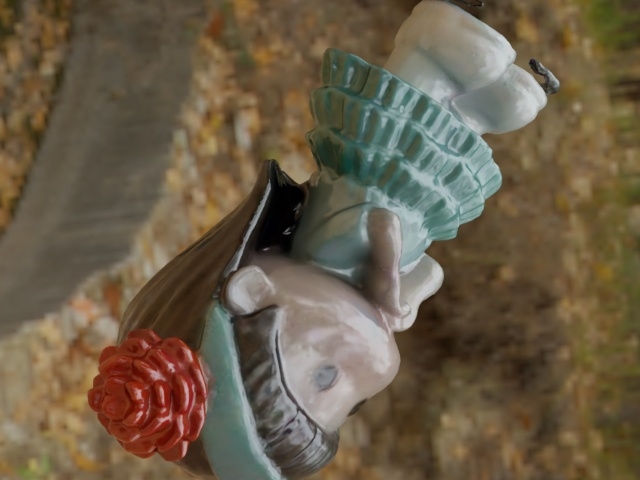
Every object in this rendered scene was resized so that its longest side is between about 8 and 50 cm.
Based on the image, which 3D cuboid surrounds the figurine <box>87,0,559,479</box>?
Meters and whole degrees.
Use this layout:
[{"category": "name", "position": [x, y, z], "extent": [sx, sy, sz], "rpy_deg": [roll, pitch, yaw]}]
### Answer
[{"category": "figurine", "position": [0.000, 0.000, 0.815], "extent": [0.245, 0.110, 0.138], "rpy_deg": [-55, 138, -8]}]
